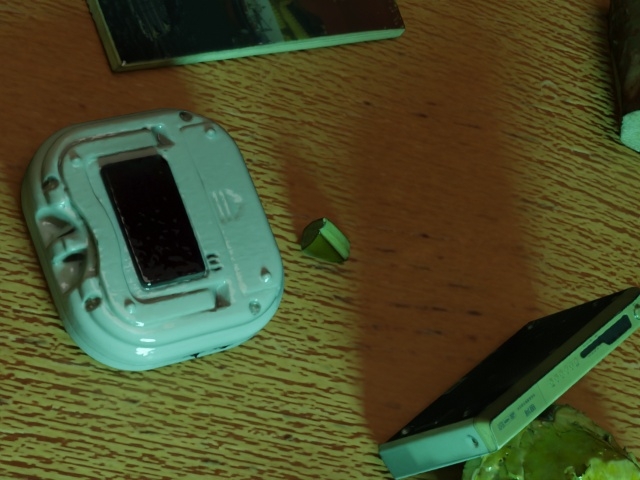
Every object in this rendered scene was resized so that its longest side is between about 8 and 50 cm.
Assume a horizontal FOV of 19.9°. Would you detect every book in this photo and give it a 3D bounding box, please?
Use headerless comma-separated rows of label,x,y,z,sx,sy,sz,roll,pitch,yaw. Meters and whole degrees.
book,-0.103,-0.326,2.045,0.374,0.028,0.262,-11,71,-30

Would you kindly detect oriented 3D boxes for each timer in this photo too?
timer,-0.163,-0.007,1.823,0.237,0.087,0.262,-13,73,-31

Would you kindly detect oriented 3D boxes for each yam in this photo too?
yam,0.411,-0.223,2.195,0.128,0.129,0.238,14,62,-22

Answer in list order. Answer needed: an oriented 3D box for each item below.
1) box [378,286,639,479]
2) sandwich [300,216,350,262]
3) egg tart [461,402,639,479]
box,0.198,0.143,1.865,0.270,0.211,0.045,-35,96,-33
sandwich,0.000,0.000,1.935,0.083,0.044,0.031,47,45,-56
egg tart,0.262,0.299,1.848,0.295,0.116,0.295,14,68,-38
